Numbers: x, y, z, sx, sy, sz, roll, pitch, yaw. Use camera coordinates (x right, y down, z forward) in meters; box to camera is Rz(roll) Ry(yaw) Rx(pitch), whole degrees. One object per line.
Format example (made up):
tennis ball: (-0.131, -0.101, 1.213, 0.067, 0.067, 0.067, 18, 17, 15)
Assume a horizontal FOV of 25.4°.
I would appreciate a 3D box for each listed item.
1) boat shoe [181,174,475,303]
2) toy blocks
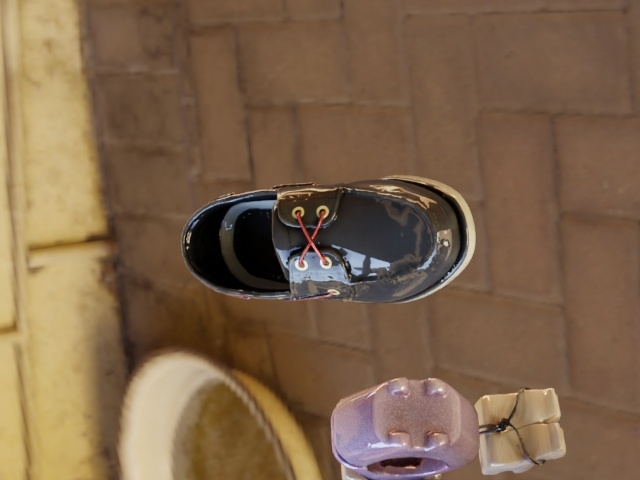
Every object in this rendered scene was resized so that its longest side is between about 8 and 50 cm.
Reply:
boat shoe: (0.000, 0.002, 0.539, 0.133, 0.042, 0.049, -2, 94, 45)
toy blocks: (0.164, 0.188, 0.692, 0.260, 0.288, 0.309, 105, 163, -66)
